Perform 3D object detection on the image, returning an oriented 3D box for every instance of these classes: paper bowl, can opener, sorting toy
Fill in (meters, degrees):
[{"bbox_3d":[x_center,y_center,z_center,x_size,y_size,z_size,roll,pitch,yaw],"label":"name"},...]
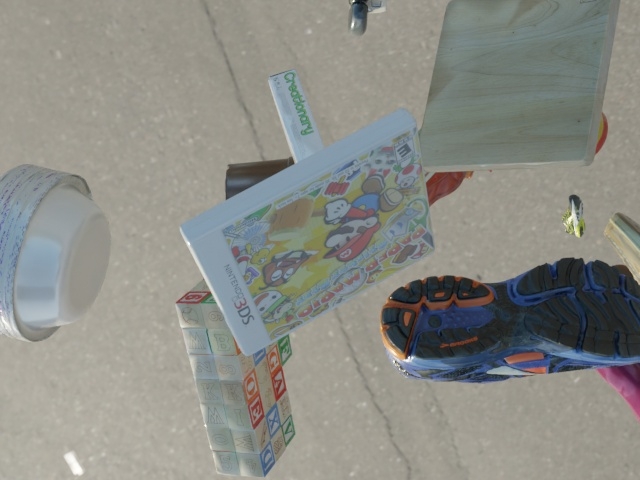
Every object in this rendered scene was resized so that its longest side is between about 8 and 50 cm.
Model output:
[{"bbox_3d":[-0.444,0.026,1.568,0.148,0.284,0.284,12,126,8],"label":"paper bowl"},{"bbox_3d":[0.080,-0.453,1.729,0.280,0.074,0.093,67,-154,-77],"label":"can opener"},{"bbox_3d":[0.277,-0.207,1.295,0.257,0.089,0.255,2,74,42],"label":"sorting toy"}]

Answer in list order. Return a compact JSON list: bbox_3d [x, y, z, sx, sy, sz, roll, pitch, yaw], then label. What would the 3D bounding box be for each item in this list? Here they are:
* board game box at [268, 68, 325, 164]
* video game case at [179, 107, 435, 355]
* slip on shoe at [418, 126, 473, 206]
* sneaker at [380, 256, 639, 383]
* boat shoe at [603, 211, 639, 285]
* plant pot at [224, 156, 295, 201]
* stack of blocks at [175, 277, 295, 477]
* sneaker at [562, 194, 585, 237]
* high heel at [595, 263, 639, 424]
[{"bbox_3d":[-0.007,-0.104,1.549,0.193,0.053,0.305,72,179,-55],"label":"board game box"},{"bbox_3d":[0.000,0.000,0.904,0.026,0.227,0.206,55,169,36],"label":"video game case"},{"bbox_3d":[0.236,-0.160,1.660,0.101,0.331,0.123,46,-177,-39],"label":"slip on shoe"},{"bbox_3d":[0.150,0.067,0.722,0.087,0.221,0.083,99,171,-62],"label":"sneaker"},{"bbox_3d":[0.458,0.101,1.266,0.098,0.109,0.302,-39,78,23],"label":"boat shoe"},{"bbox_3d":[-0.102,-0.092,1.905,0.165,0.167,0.167,0,121,1],"label":"plant pot"},{"bbox_3d":[-0.118,0.196,1.504,0.087,0.171,0.297,-2,110,24],"label":"stack of blocks"},{"bbox_3d":[0.424,-0.041,1.624,0.035,0.031,0.083,8,128,35],"label":"sneaker"},{"bbox_3d":[0.505,0.234,1.513,0.181,0.127,0.377,113,149,-55],"label":"high heel"}]
